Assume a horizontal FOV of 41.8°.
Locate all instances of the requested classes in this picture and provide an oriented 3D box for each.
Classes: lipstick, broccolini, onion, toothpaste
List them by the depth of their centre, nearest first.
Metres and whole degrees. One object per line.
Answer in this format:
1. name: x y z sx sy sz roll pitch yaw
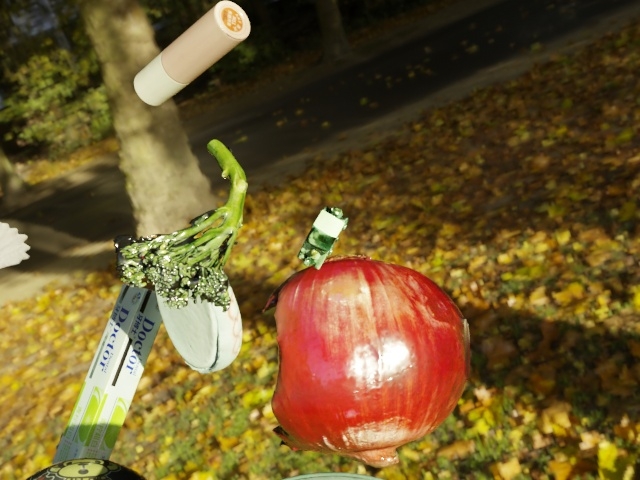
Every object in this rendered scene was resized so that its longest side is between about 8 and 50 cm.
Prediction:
1. broccolini: -0.142 -0.027 0.877 0.123 0.062 0.271 14 37 -9
2. onion: 0.071 0.169 1.260 0.341 0.341 0.341 -21 16 7
3. lipstick: -0.220 -0.309 1.405 0.254 0.070 0.070 -25 11 44
4. toothpaste: -0.365 0.244 1.468 0.081 0.067 0.336 7 74 45

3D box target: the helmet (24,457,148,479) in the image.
1. helmet: -0.284 0.361 1.021 0.230 0.279 0.160 -8 53 -6

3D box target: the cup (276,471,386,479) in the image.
1. cup: -0.003 0.384 0.513 0.401 0.310 0.392 -32 16 -9

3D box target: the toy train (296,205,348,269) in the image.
1. toy train: 0.000 0.000 0.909 0.053 0.033 0.083 -57 -3 -46

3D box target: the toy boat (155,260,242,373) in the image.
1. toy boat: -0.164 0.094 1.193 0.134 0.208 0.079 16 37 35

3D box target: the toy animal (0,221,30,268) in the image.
1. toy animal: -0.566 -0.090 1.185 0.225 0.284 0.302 9 8 8
